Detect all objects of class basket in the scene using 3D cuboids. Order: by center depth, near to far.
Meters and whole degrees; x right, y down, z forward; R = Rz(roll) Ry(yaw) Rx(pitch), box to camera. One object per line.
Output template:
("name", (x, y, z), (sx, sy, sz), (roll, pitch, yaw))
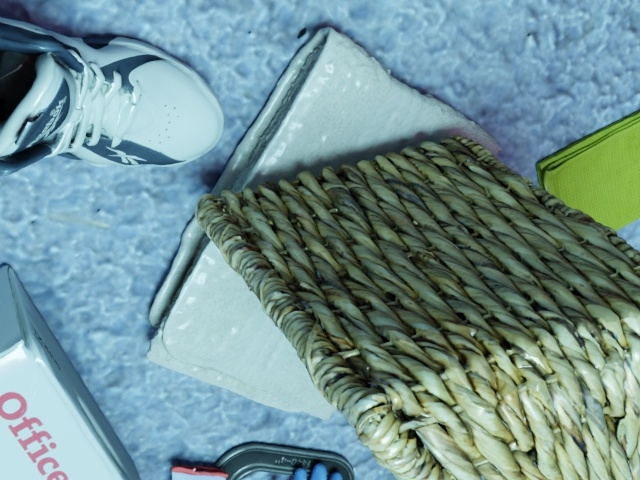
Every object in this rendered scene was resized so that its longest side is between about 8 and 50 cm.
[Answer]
("basket", (0.066, 0.089, 0.678), (0.223, 0.299, 0.214), (-15, 120, -20))

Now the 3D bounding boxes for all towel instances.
("towel", (0.000, 0.000, 0.812), (0.187, 0.049, 0.282), (27, 101, -32))
("towel", (0.300, -0.072, 0.918), (0.237, 0.021, 0.102), (-26, 121, -9))

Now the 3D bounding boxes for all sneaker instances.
("sneaker", (-0.155, -0.079, 0.643), (0.235, 0.153, 0.094), (22, 106, -30))

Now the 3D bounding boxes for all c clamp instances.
("c clamp", (-0.050, 0.238, 0.925), (0.160, 0.022, 0.137), (7, 106, -24))

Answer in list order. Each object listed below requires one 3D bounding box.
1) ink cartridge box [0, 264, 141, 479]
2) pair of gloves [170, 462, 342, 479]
("ink cartridge box", (-0.294, 0.194, 0.732), (0.307, 0.129, 0.223), (-28, 122, -8))
("pair of gloves", (-0.062, 0.263, 0.904), (0.198, 0.023, 0.159), (7, 107, -23))
